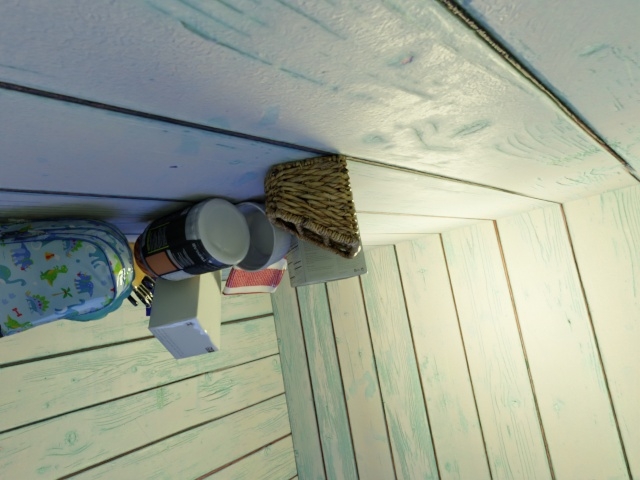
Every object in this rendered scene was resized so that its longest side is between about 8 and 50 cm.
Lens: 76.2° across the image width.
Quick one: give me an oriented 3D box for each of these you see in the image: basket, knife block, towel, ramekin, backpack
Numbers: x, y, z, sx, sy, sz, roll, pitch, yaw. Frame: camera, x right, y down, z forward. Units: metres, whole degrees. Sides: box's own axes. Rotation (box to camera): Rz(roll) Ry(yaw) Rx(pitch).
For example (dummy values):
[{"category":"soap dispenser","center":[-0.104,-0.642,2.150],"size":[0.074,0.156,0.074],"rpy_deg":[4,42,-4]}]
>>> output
[{"category":"basket","center":[-0.027,-0.054,1.028],"size":[0.214,0.222,0.299],"rpy_deg":[-10,173,-1]},{"category":"knife block","center":[-0.706,0.131,1.465],"size":[0.088,0.241,0.276],"rpy_deg":[-13,171,17]},{"category":"towel","center":[-0.198,0.060,1.467],"size":[0.237,0.328,0.037],"rpy_deg":[5,-152,-47]},{"category":"ramekin","center":[-0.182,-0.016,1.218],"size":[0.207,0.207,0.109],"rpy_deg":[-15,180,34]},{"category":"backpack","center":[-0.653,0.076,1.011],"size":[0.356,0.289,0.273],"rpy_deg":[-12,-167,-33]}]

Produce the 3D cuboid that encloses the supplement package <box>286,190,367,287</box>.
[{"category":"supplement package","center":[0.000,0.000,1.293],"size":[0.200,0.262,0.198],"rpy_deg":[-7,172,-18]}]

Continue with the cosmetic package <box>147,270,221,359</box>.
[{"category":"cosmetic package","center":[-0.431,0.165,1.352],"size":[0.156,0.384,0.217],"rpy_deg":[-11,136,1]}]

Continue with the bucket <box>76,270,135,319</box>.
[{"category":"bucket","center":[-0.726,0.109,1.219],"size":[0.282,0.280,0.183],"rpy_deg":[-9,171,-7]}]

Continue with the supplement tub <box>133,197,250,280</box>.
[{"category":"supplement tub","center":[-0.373,0.008,1.158],"size":[0.316,0.193,0.194],"rpy_deg":[-14,171,33]}]

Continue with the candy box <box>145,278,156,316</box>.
[{"category":"candy box","center":[-0.738,0.216,1.956],"size":[0.122,0.267,0.317],"rpy_deg":[2,168,-40]}]
